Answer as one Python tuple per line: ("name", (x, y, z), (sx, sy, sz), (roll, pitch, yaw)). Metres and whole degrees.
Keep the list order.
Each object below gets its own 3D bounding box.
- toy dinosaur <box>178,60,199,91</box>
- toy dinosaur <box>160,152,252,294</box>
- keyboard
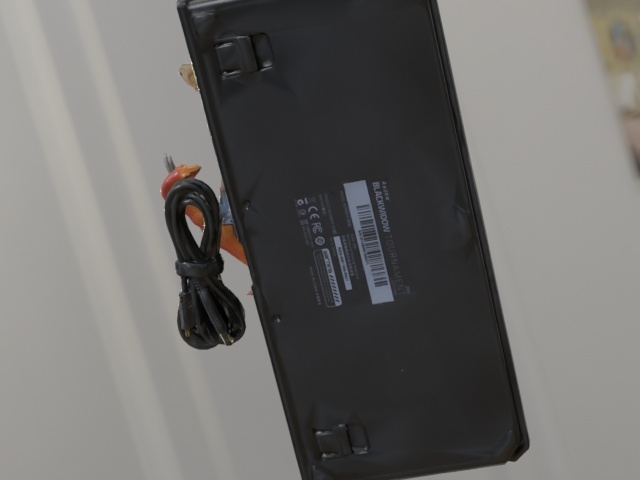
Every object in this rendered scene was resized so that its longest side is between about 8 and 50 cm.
("toy dinosaur", (-0.017, -0.161, 1.149), (0.064, 0.112, 0.211), (3, -26, -32))
("toy dinosaur", (-0.060, -0.016, 1.090), (0.047, 0.090, 0.082), (-24, -14, 33))
("keyboard", (0.000, 0.000, 0.609), (0.108, 0.180, 0.023), (-10, 21, 10))
